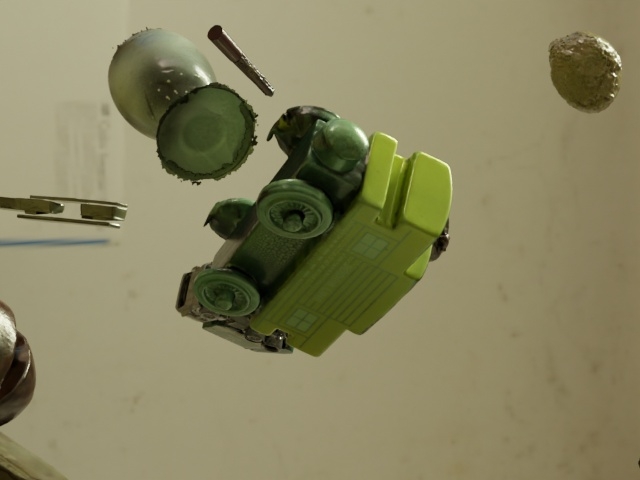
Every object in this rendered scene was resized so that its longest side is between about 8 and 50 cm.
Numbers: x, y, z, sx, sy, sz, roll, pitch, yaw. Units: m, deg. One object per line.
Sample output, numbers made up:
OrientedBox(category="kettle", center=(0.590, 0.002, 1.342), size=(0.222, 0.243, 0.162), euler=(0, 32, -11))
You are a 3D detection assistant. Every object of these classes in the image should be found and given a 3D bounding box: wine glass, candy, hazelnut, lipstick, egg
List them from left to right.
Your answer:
OrientedBox(category="hazelnut", center=(-0.491, 0.157, 1.721), size=(0.251, 0.217, 0.217), euler=(58, 3, -40))
OrientedBox(category="candy", center=(-0.457, 0.341, 1.888), size=(0.234, 0.102, 0.104), euler=(27, -79, 25))
OrientedBox(category="wine glass", center=(-0.245, -0.240, 2.286), size=(0.357, 0.190, 0.191), euler=(-135, -136, -57))
OrientedBox(category="lipstick", center=(-0.114, -0.264, 1.974), size=(0.176, 0.027, 0.027), euler=(42, 27, -55))
OrientedBox(category="egg", center=(0.425, -0.271, 2.132), size=(0.118, 0.116, 0.140), euler=(-25, -103, 27))

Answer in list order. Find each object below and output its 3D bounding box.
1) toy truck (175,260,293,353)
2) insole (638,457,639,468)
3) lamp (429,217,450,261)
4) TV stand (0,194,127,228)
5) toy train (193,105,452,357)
OrientedBox(category="toy truck", center=(-0.143, 0.129, 2.403), size=(0.124, 0.253, 0.114), euler=(-17, -126, 46))
OrientedBox(category="insole", center=(0.478, 0.183, 1.498), size=(0.110, 0.012, 0.309), euler=(48, -63, 22))
OrientedBox(category="lamp", center=(0.146, -0.031, 2.527), size=(0.227, 0.226, 0.227), euler=(175, -90, -72))
OrientedBox(category="TV stand", center=(-0.428, -0.049, 2.154), size=(0.036, 0.249, 0.042), euler=(11, 85, -65))
OrientedBox(category="toy train", center=(0.000, 0.000, 1.847), size=(0.442, 0.272, 0.179), euler=(-49, -158, 49))
